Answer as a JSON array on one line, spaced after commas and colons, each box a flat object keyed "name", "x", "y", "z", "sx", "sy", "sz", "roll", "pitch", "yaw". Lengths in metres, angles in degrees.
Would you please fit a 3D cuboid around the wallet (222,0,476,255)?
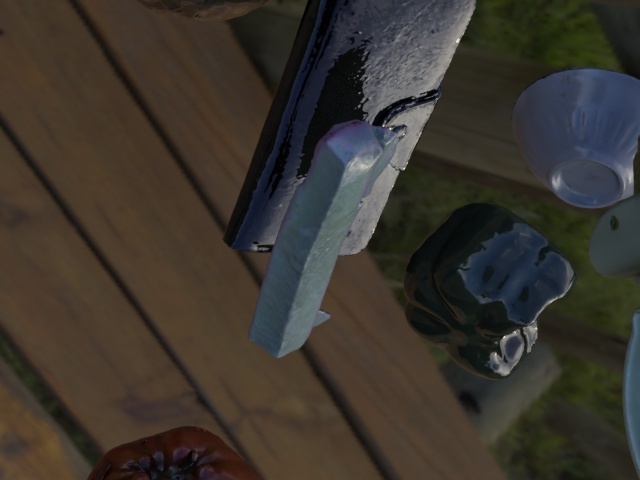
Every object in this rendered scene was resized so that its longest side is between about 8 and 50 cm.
[{"name": "wallet", "x": 0.028, "y": -0.119, "z": 1.596, "sx": 0.172, "sy": 0.045, "sz": 0.318, "roll": 6, "pitch": 120, "yaw": -31}]

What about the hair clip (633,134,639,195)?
[{"name": "hair clip", "x": 0.281, "y": -0.074, "z": 1.137, "sx": 0.091, "sy": 0.321, "sz": 0.138, "roll": 9, "pitch": 69, "yaw": 1}]

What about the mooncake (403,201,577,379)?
[{"name": "mooncake", "x": 0.157, "y": 0.053, "z": 1.537, "sx": 0.104, "sy": 0.168, "sz": 0.175, "roll": -54, "pitch": 138, "yaw": -30}]

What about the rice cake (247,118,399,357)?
[{"name": "rice cake", "x": -0.002, "y": 0.000, "z": 1.376, "sx": 0.081, "sy": 0.051, "sz": 0.290, "roll": -26, "pitch": 155, "yaw": -29}]

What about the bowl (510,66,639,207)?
[{"name": "bowl", "x": 0.293, "y": -0.092, "z": 1.802, "sx": 0.189, "sy": 0.189, "sz": 0.086, "roll": 49, "pitch": 42, "yaw": -37}]

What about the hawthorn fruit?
[{"name": "hawthorn fruit", "x": -0.145, "y": 0.321, "z": 1.725, "sx": 0.211, "sy": 0.211, "sz": 0.299, "roll": -37, "pitch": 152, "yaw": -23}]

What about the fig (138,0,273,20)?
[{"name": "fig", "x": -0.088, "y": -0.324, "z": 1.572, "sx": 0.286, "sy": 0.369, "sz": 0.286, "roll": -7, "pitch": 117, "yaw": -14}]

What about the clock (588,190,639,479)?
[{"name": "clock", "x": 0.178, "y": 0.064, "z": 0.641, "sx": 0.062, "sy": 0.151, "sz": 0.191, "roll": -4, "pitch": 81, "yaw": -29}]
